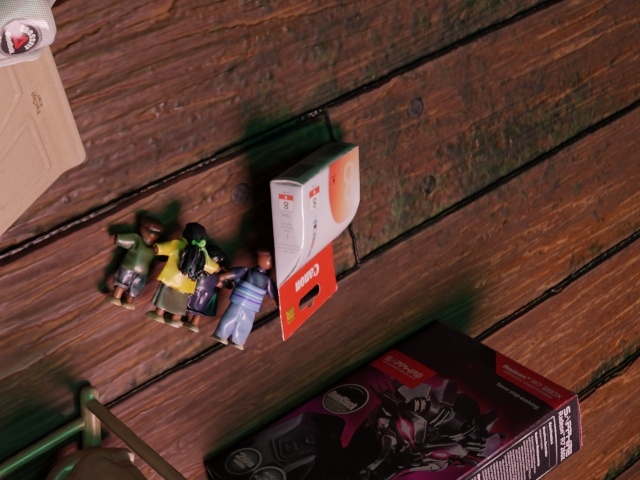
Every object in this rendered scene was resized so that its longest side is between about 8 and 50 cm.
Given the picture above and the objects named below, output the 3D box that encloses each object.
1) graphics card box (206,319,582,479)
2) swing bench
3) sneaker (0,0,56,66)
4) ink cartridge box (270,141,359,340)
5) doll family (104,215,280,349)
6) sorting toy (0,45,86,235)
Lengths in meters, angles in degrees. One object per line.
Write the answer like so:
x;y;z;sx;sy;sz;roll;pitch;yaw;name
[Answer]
0.087;0.244;1.179;0.371;0.233;0.094;-28;125;-27;graphics card box
-0.191;0.316;0.971;0.165;0.253;0.255;-29;121;-26;swing bench
-0.267;-0.154;0.710;0.330;0.146;0.122;-57;157;-34;sneaker
0.000;0.000;1.109;0.145;0.045;0.179;-40;129;-57;ink cartridge box
-0.120;0.036;1.053;0.193;0.076;0.111;26;84;-46;doll family
-0.293;-0.065;0.849;0.208;0.038;0.193;-47;155;-26;sorting toy
